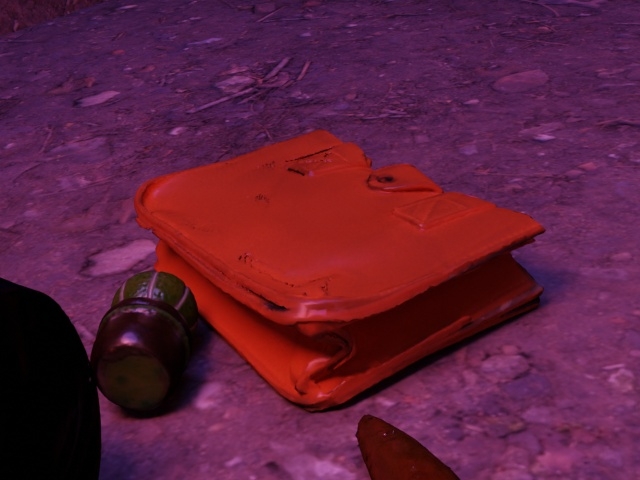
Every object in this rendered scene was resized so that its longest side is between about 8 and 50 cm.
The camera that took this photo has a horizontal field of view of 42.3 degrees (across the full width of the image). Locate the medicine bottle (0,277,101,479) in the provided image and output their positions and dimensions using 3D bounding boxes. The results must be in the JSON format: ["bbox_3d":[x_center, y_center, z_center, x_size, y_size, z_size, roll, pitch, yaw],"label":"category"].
[{"bbox_3d":[-0.369,0.157,0.573,0.395,0.242,0.242,-8,27,13],"label":"medicine bottle"}]

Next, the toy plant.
[{"bbox_3d":[-0.167,0.087,0.803,0.093,0.092,0.162,-8,26,2],"label":"toy plant"}]

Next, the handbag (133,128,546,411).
[{"bbox_3d":[0.000,0.000,0.898,0.304,0.116,0.410,-23,31,-25],"label":"handbag"}]

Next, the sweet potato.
[{"bbox_3d":[0.089,0.196,0.560,0.057,0.057,0.264,-19,30,-18],"label":"sweet potato"}]
